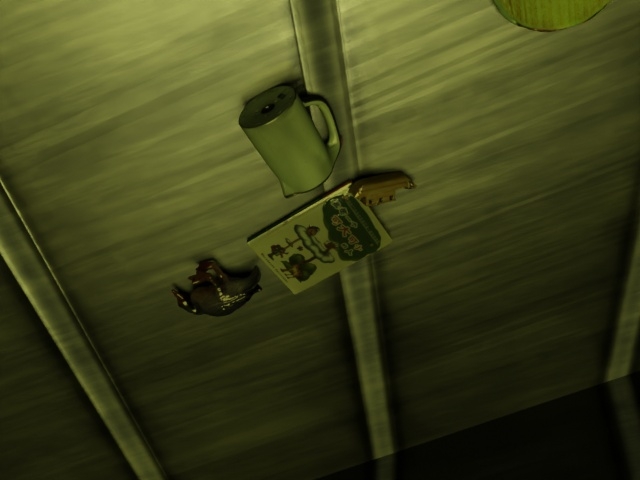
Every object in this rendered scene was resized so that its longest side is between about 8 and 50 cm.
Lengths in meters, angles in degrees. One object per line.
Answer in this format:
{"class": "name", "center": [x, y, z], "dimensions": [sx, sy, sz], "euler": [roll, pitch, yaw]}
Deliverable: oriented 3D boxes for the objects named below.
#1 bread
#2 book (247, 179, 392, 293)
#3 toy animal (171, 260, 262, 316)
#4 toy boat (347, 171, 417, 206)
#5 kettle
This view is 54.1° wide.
{"class": "bread", "center": [0.527, -0.601, 1.428], "dimensions": [0.301, 0.045, 0.301], "euler": [15, 156, 7]}
{"class": "book", "center": [0.000, 0.000, 1.909], "dimensions": [0.371, 0.043, 0.260], "euler": [-30, 124, 15]}
{"class": "toy animal", "center": [-0.316, 0.154, 1.936], "dimensions": [0.298, 0.122, 0.185], "euler": [-10, 124, 8]}
{"class": "toy boat", "center": [0.179, -0.145, 1.795], "dimensions": [0.200, 0.057, 0.077], "euler": [-13, 120, -16]}
{"class": "kettle", "center": [-0.058, -0.269, 1.632], "dimensions": [0.240, 0.165, 0.255], "euler": [-43, 127, -11]}
